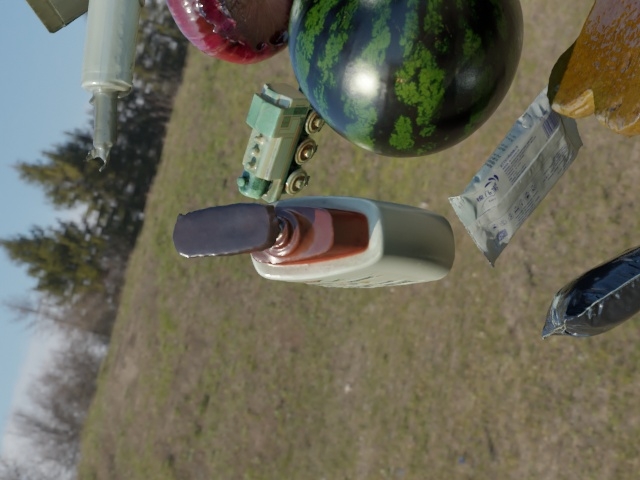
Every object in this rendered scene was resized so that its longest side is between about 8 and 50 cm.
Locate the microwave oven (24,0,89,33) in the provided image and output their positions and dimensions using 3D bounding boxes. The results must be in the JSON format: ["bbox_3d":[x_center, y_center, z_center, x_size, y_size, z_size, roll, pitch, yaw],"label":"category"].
[{"bbox_3d":[-0.331,-0.479,1.128,0.286,0.355,0.218,-35,-4,-4],"label":"microwave oven"}]

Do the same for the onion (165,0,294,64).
[{"bbox_3d":[-0.134,-0.378,1.446,0.161,0.248,0.248,-20,48,41],"label":"onion"}]

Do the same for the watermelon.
[{"bbox_3d":[0.094,-0.225,1.102,0.269,0.269,0.269,-166,90,-83],"label":"watermelon"}]

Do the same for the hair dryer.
[{"bbox_3d":[-0.179,-0.239,0.920,0.107,0.173,0.357,50,-136,-82],"label":"hair dryer"}]

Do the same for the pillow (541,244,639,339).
[{"bbox_3d":[0.259,0.042,0.861,0.141,0.055,0.208,-38,-9,3],"label":"pillow"}]

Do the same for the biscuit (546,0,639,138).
[{"bbox_3d":[0.283,-0.226,0.769,0.197,0.049,0.301,-124,51,-66],"label":"biscuit"}]

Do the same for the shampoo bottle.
[{"bbox_3d":[0.000,0.000,0.778,0.284,0.153,0.071,13,-107,-64],"label":"shampoo bottle"}]

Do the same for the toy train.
[{"bbox_3d":[-0.065,-0.144,1.460,0.125,0.081,0.194,-10,-53,-51],"label":"toy train"}]

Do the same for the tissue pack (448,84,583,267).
[{"bbox_3d":[0.227,-0.076,1.086,0.026,0.122,0.193,29,73,43],"label":"tissue pack"}]
